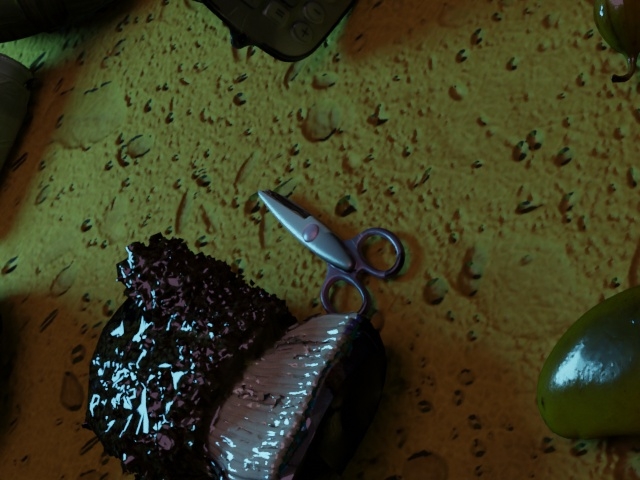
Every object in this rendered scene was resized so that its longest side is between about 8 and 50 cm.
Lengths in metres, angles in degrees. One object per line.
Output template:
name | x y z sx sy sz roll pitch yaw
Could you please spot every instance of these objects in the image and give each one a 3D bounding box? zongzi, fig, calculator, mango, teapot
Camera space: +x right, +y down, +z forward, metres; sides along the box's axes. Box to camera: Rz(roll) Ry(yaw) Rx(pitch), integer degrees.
zongzi | -0.304 -0.273 1.732 0.221 0.242 0.112 -10 97 4
fig | 0.232 -0.159 1.231 0.050 0.050 0.083 -6 73 38
calculator | -0.010 -0.284 1.411 0.040 0.177 0.268 21 79 49
mango | 0.212 0.086 1.092 0.161 0.076 0.103 -29 57 36
teapot | -0.378 -0.106 1.670 0.077 0.107 0.200 7 71 48

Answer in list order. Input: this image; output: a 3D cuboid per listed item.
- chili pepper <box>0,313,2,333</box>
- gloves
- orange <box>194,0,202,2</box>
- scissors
chili pepper | -0.450 0.108 1.515 0.233 0.256 0.249 -42 46 30
gloves | -0.091 0.108 1.291 0.312 0.135 0.210 3 75 44
orange | -0.083 -0.333 1.508 0.234 0.182 0.234 -10 65 23
scissors | 0.000 0.000 1.353 0.085 0.022 0.176 -54 47 4
